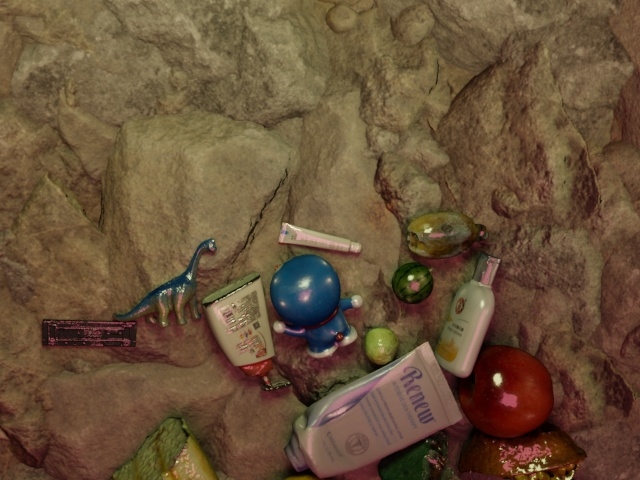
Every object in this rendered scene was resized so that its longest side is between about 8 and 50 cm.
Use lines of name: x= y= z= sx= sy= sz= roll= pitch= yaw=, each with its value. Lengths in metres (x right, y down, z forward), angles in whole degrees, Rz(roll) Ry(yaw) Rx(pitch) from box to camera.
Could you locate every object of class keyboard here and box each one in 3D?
keyboard: x=-0.520 y=0.210 z=1.703 sx=0.205 sy=0.013 sz=0.061 roll=2 pitch=102 yaw=-11

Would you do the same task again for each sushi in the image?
sushi: x=0.501 y=0.541 z=1.867 sx=0.297 sy=0.167 sz=0.179 roll=-4 pitch=91 yaw=-1

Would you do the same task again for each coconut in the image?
coconut: x=0.145 y=0.247 z=1.794 sx=0.088 sy=0.096 sz=0.087 roll=3 pitch=140 yaw=3

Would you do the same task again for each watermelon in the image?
watermelon: x=0.220 y=0.097 z=1.765 sx=0.109 sy=0.109 sz=0.108 roll=-2 pitch=103 yaw=-10

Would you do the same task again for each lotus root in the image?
lotus root: x=0.297 y=-0.013 z=1.761 sx=0.192 sy=0.088 sz=0.113 roll=-6 pitch=119 yaw=-9

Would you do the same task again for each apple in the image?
apple: x=0.438 y=0.359 z=1.801 sx=0.201 sy=0.218 sz=0.218 roll=7 pitch=101 yaw=-20

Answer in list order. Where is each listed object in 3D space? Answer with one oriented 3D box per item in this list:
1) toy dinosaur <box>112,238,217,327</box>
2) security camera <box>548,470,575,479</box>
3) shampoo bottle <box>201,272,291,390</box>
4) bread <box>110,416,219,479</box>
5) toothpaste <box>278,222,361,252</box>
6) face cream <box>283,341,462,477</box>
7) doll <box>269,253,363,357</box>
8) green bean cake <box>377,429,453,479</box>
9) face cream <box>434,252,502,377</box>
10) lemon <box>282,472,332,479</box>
toy dinosaur: x=-0.350 y=0.099 z=1.695 sx=0.248 sy=0.075 sz=0.188 roll=-5 pitch=95 yaw=-4
security camera: x=0.642 y=0.716 z=1.937 sx=0.277 sy=0.197 sz=0.191 roll=37 pitch=85 yaw=-22
shampoo bottle: x=-0.159 y=0.232 z=1.743 sx=0.153 sy=0.071 sz=0.284 roll=-26 pitch=109 yaw=-17
bread: x=-0.347 y=0.625 z=1.717 sx=0.264 sy=0.239 sz=0.395 roll=42 pitch=91 yaw=-20
toothpaste: x=0.000 y=0.000 z=1.742 sx=0.191 sy=0.031 sz=0.048 roll=12 pitch=103 yaw=-9
face cream: x=0.111 y=0.426 z=1.793 sx=0.420 sy=0.137 sz=0.234 roll=-27 pitch=107 yaw=-1
doll: x=-0.013 y=0.146 z=1.721 sx=0.215 sy=0.161 sz=0.256 roll=-32 pitch=123 yaw=-16
green bean cake: x=0.254 y=0.564 z=1.821 sx=0.193 sy=0.208 sz=0.107 roll=-44 pitch=109 yaw=4
face cream: x=0.356 y=0.173 z=1.781 sx=0.071 sy=0.144 sz=0.291 roll=18 pitch=97 yaw=-19
lemon: x=-0.032 y=0.650 z=1.801 sx=0.244 sy=0.187 sz=0.186 roll=6 pitch=101 yaw=-16
